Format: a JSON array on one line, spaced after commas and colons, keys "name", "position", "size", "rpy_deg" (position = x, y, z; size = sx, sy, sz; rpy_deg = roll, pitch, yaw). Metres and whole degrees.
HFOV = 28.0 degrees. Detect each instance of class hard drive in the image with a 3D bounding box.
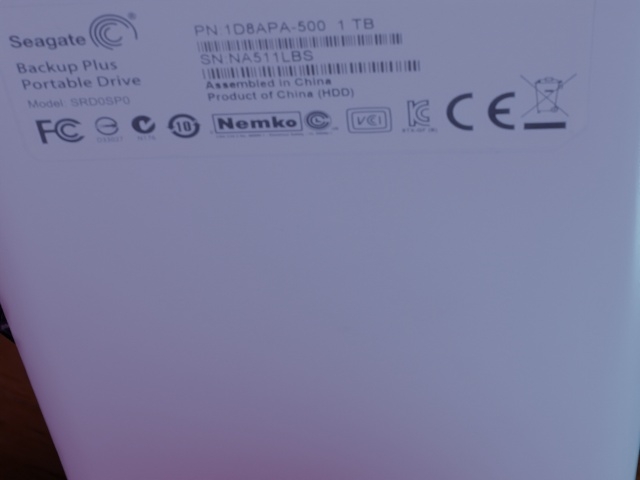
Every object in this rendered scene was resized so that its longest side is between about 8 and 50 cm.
[{"name": "hard drive", "position": [0.000, 0.000, 0.403], "size": [0.210, 0.040, 0.319], "rpy_deg": [-1, 134, 6]}]

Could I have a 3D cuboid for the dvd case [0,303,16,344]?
[{"name": "dvd case", "position": [0.027, 0.038, 0.512], "size": [0.253, 0.022, 0.180], "rpy_deg": [-15, 145, 19]}]
